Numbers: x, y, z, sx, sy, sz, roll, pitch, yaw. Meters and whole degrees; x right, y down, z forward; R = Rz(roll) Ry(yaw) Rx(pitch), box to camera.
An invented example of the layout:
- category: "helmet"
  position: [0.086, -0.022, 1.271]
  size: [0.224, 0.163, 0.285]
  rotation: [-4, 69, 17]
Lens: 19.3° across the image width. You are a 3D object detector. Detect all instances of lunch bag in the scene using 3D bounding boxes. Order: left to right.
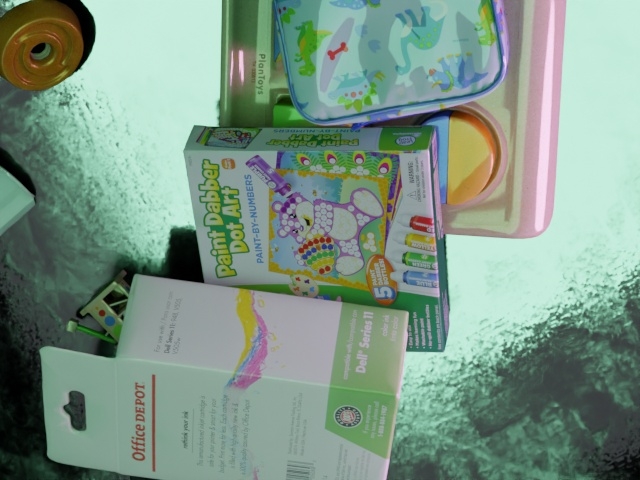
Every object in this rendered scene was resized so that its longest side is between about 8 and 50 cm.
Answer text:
- category: "lunch bag"
  position: [0.068, -0.203, 1.812]
  size: [0.219, 0.090, 0.176]
  rotation: [-10, 100, 11]

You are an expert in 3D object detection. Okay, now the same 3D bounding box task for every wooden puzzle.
- category: "wooden puzzle"
  position: [0.070, -0.163, 1.903]
  size: [0.348, 0.080, 0.322]
  rotation: [3, 102, 4]

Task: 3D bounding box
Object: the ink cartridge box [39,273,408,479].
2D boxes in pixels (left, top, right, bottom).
- category: "ink cartridge box"
  position: [-0.098, 0.151, 1.921]
  size: [0.353, 0.119, 0.207]
  rotation: [8, 138, 2]

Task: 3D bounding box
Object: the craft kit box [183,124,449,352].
- category: "craft kit box"
  position: [0.000, 0.000, 1.905]
  size: [0.247, 0.061, 0.250]
  rotation: [1, 124, 13]

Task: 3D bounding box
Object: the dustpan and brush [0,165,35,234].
- category: "dustpan and brush"
  position: [-0.422, -0.070, 1.974]
  size: [0.147, 0.060, 0.211]
  rotation: [-40, 97, 12]

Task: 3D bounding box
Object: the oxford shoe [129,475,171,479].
- category: "oxford shoe"
  position: [-0.090, 0.266, 2.024]
  size: [0.227, 0.083, 0.096]
  rotation: [2, 129, 0]

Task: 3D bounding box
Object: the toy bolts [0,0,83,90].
- category: "toy bolts"
  position: [-0.379, -0.236, 1.924]
  size: [0.228, 0.158, 0.218]
  rotation: [-38, 138, 2]

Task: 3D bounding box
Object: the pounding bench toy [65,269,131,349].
- category: "pounding bench toy"
  position: [-0.220, 0.086, 1.997]
  size: [0.083, 0.052, 0.065]
  rotation: [-41, 97, 12]
